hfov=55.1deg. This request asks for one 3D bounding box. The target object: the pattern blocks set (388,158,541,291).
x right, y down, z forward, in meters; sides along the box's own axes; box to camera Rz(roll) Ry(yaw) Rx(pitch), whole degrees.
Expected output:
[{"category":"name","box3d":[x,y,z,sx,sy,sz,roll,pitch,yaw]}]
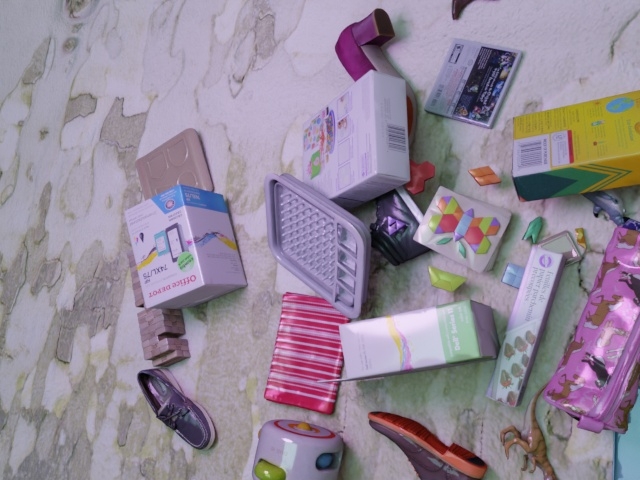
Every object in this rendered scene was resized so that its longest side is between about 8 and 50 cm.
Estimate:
[{"category":"pattern blocks set","box3d":[0.308,-0.029,1.333,0.324,0.026,0.286,12,86,9]}]

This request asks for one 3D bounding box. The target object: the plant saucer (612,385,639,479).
[{"category":"plant saucer","box3d":[0.590,0.370,1.160,0.067,0.018,0.192,1,80,28]}]

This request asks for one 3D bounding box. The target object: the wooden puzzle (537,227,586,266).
[{"category":"wooden puzzle","box3d":[0.502,0.023,1.287,0.116,0.014,0.079,-21,66,23]}]

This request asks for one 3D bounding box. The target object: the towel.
[{"category":"towel","box3d":[-0.033,0.273,1.505,0.198,0.031,0.275,7,82,28]}]

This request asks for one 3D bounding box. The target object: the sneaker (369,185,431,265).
[{"category":"sneaker","box3d":[0.145,-0.070,1.441,0.146,0.104,0.296,-36,69,11]}]

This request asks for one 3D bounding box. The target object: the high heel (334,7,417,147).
[{"category":"high heel","box3d":[0.131,-0.372,1.543,0.181,0.127,0.378,-21,71,53]}]

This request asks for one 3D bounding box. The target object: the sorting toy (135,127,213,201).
[{"category":"sorting toy","box3d":[-0.416,-0.148,1.800,0.229,0.041,0.308,-24,75,22]}]

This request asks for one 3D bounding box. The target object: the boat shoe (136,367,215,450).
[{"category":"boat shoe","box3d":[-0.391,0.444,1.620,0.285,0.092,0.103,43,100,28]}]

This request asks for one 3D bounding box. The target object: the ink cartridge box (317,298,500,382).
[{"category":"ink cartridge box","box3d":[0.179,0.220,1.301,0.353,0.207,0.119,-15,74,24]}]

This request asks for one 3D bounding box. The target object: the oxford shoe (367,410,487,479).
[{"category":"oxford shoe","box3d":[0.208,0.453,1.302,0.271,0.096,0.099,24,96,30]}]

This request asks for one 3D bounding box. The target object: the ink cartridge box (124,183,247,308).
[{"category":"ink cartridge box","box3d":[-0.354,0.024,1.620,0.198,0.197,0.270,-22,76,22]}]

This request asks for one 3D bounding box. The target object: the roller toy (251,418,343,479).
[{"category":"roller toy","box3d":[-0.049,0.482,1.377,0.191,0.209,0.146,12,84,-6]}]

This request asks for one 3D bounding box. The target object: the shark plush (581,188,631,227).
[{"category":"shark plush","box3d":[0.585,-0.073,1.257,0.067,0.073,0.161,-43,76,40]}]

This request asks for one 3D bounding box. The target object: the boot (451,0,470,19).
[{"category":"boot","box3d":[0.378,-0.579,1.475,0.114,0.037,0.107,12,87,25]}]

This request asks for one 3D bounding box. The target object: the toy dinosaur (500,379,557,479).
[{"category":"toy dinosaur","box3d":[0.420,0.390,1.231,0.112,0.064,0.212,-10,83,7]}]

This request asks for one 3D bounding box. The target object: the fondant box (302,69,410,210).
[{"category":"fondant box","box3d":[0.071,-0.210,1.427,0.330,0.096,0.239,-22,65,58]}]

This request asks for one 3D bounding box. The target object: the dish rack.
[{"category":"dish rack","box3d":[0.000,0.000,1.445,0.072,0.286,0.332,-32,51,-31]}]

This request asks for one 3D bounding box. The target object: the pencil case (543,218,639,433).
[{"category":"pencil case","box3d":[0.554,0.163,1.133,0.160,0.167,0.386,24,90,45]}]

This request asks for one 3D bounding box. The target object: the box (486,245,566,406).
[{"category":"box","box3d":[0.421,0.176,1.255,0.063,0.067,0.324,17,92,29]}]

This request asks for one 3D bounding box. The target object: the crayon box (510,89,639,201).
[{"category":"crayon box","box3d":[0.550,-0.192,1.218,0.318,0.081,0.202,-8,43,27]}]

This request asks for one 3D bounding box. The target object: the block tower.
[{"category":"block tower","box3d":[-0.454,0.176,1.715,0.097,0.091,0.336,-25,69,20]}]

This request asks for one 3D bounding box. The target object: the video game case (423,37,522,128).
[{"category":"video game case","box3d":[0.357,-0.372,1.446,0.173,0.022,0.191,23,89,30]}]
